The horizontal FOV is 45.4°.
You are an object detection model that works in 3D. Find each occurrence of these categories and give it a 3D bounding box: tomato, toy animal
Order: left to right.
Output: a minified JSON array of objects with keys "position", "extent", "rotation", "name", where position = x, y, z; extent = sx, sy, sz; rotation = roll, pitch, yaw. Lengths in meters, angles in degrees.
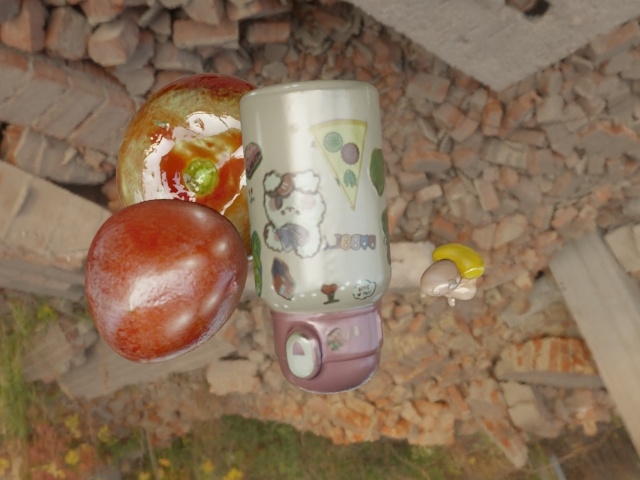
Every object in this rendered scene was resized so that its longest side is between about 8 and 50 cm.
[{"position":[-0.159,0.040,0.754],"extent":[0.167,0.167,0.167],"rotation":[-15,153,-8],"name":"tomato"},{"position":[-0.146,-0.099,1.085],"extent":[0.270,0.270,0.222],"rotation":[-22,-175,7],"name":"tomato"},{"position":[0.209,0.062,1.165],"extent":[0.091,0.114,0.082],"rotation":[3,129,34],"name":"toy animal"}]

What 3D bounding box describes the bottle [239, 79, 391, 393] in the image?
[{"position":[0.000,0.000,0.637],"extent":[0.121,0.253,0.120],"rotation":[-5,-178,0],"name":"bottle"}]
